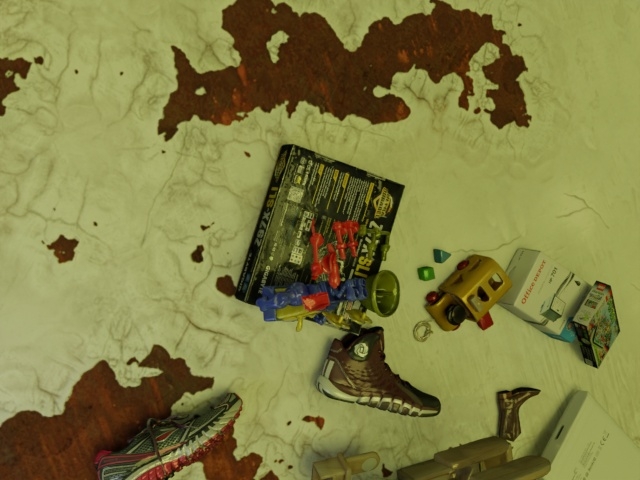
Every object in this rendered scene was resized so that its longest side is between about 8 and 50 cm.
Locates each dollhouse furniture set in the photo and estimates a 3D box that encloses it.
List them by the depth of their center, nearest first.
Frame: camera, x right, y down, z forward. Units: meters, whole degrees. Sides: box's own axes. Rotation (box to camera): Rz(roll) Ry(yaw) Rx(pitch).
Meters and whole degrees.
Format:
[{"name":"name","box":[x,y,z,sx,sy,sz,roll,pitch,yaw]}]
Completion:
[{"name":"dollhouse furniture set","box":[0.117,0.626,1.586,0.174,0.355,0.303,-7,119,-21]},{"name":"dollhouse furniture set","box":[0.363,0.563,1.671,0.256,0.394,0.362,-12,99,-21]}]

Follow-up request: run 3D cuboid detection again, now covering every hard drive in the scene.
[{"name":"hard drive","box":[0.656,0.548,1.943,0.353,0.047,0.233,45,66,-21]}]

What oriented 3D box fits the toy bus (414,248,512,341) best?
[{"name":"toy bus","box":[0.310,0.123,1.769,0.191,0.104,0.202,2,93,-22]}]

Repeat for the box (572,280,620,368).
[{"name":"box","box":[0.622,0.192,1.875,0.114,0.036,0.207,-54,141,-17]}]

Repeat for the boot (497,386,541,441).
[{"name":"boot","box":[0.449,0.392,1.883,0.106,0.037,0.114,-5,93,-8]}]

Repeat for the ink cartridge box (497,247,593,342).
[{"name":"ink cartridge box","box":[0.502,0.122,1.858,0.190,0.082,0.140,31,83,-24]}]

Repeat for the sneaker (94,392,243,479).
[{"name":"sneaker","box":[-0.275,0.370,1.557,0.299,0.121,0.112,-30,74,-24]}]

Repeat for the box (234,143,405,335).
[{"name":"box","box":[0.000,0.000,1.652,0.257,0.079,0.322,18,88,-24]}]

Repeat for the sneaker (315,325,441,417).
[{"name":"sneaker","box":[0.138,0.264,1.715,0.281,0.106,0.162,15,86,-21]}]

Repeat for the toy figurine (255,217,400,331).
[{"name":"toy figurine","box":[-0.016,0.079,1.547,0.362,0.217,0.191,0,77,-64]}]
